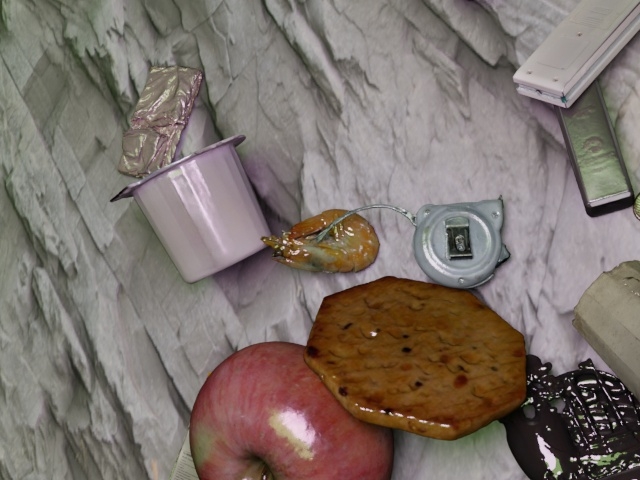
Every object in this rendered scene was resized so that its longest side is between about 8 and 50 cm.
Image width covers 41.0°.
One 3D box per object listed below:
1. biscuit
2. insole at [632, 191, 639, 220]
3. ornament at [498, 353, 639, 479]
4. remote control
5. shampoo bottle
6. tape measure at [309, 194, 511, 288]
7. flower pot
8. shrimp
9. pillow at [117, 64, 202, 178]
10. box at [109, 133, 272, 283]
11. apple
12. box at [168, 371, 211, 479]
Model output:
[{"bbox_3d":[0.148,0.171,1.326,0.359,0.359,0.046,25,126,25],"label":"biscuit"},{"bbox_3d":[0.613,-0.016,1.339,0.253,0.005,0.086,25,86,25],"label":"insole"},{"bbox_3d":[0.401,0.286,1.303,0.251,0.106,0.260,-20,61,8],"label":"ornament"},{"bbox_3d":[0.446,-0.334,1.413,0.277,0.055,0.103,-47,44,-13],"label":"remote control"},{"bbox_3d":[0.442,-0.167,1.405,0.080,0.079,0.246,-17,70,16],"label":"shampoo bottle"},{"bbox_3d":[0.148,0.008,1.430,0.330,0.084,0.164,-6,70,-1],"label":"tape measure"},{"bbox_3d":[0.488,0.135,1.242,0.212,0.212,0.202,-43,51,6],"label":"flower pot"},{"bbox_3d":[0.000,0.000,1.511,0.217,0.051,0.115,2,71,-13],"label":"shrimp"},{"bbox_3d":[-0.334,-0.246,1.751,0.135,0.049,0.248,12,78,28],"label":"pillow"},{"bbox_3d":[-0.209,-0.047,1.568,0.262,0.291,0.206,-25,92,6],"label":"box"},{"bbox_3d":[-0.039,0.321,1.377,0.345,0.269,0.344,9,108,28],"label":"apple"},{"bbox_3d":[-0.186,0.374,1.540,0.129,0.033,0.247,17,83,24],"label":"box"}]
